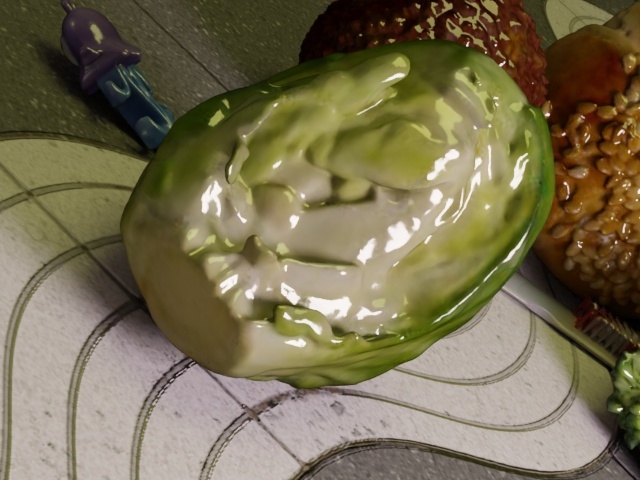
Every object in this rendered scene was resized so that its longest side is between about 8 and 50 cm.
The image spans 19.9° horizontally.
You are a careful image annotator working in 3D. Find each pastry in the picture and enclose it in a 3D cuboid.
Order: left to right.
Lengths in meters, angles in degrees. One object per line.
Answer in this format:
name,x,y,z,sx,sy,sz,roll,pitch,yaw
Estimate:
pastry,0.419,-0.097,2.173,0.409,0.409,0.245,38,1,-7

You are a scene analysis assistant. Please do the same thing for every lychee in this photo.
lychee,0.112,-0.182,2.030,0.304,0.275,0.276,55,17,-20

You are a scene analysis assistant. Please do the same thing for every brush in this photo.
brush,0.276,0.072,2.112,0.321,0.050,0.060,34,27,-13

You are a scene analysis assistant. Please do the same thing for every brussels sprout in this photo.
brussels sprout,0.013,-0.015,1.552,0.371,0.315,0.276,-23,90,-28

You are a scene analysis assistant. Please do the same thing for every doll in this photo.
doll,-0.192,-0.152,1.773,0.206,0.067,0.110,54,10,4

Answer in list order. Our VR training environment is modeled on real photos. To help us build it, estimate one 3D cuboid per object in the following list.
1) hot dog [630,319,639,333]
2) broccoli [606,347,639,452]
hot dog,0.417,0.102,2.274,0.066,0.047,0.216,-2,31,-4
broccoli,0.473,0.169,1.929,0.293,0.281,0.348,34,26,-12
